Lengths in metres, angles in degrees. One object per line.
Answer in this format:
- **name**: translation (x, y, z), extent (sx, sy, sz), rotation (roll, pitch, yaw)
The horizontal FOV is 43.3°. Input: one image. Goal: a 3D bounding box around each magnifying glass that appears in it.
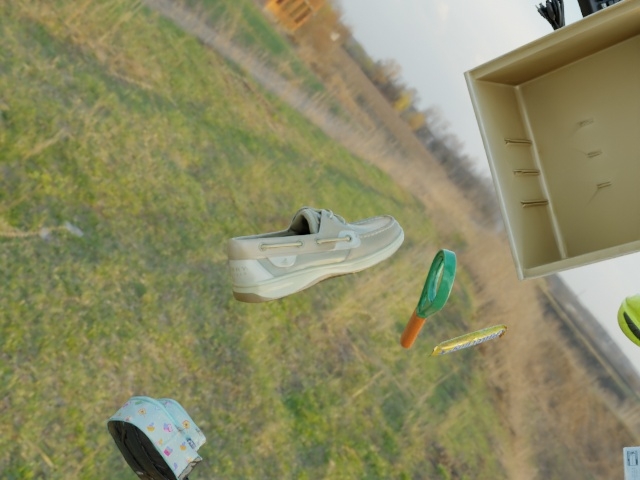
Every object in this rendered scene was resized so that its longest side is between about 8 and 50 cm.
- **magnifying glass**: translation (0.172, 0.102, 1.298), extent (0.026, 0.231, 0.092), rotation (14, 49, -6)

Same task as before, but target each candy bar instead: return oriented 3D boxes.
- **candy bar**: translation (0.273, 0.184, 1.485), extent (0.040, 0.161, 0.018), rotation (105, -33, -57)

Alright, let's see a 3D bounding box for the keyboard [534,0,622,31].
- **keyboard**: translation (0.468, -0.330, 1.315), extent (0.033, 0.201, 0.317), rotation (167, -97, -77)

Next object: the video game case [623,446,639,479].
- **video game case**: translation (0.606, 0.416, 1.406), extent (0.157, 0.143, 0.019), rotation (-58, 134, -57)

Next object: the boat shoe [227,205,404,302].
- **boat shoe**: translation (0.000, 0.000, 1.150), extent (0.109, 0.302, 0.098), rotation (4, -72, 53)

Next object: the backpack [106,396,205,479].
- **backpack**: translation (-0.348, 0.410, 1.688), extent (0.188, 0.165, 0.144), rotation (53, 52, -21)

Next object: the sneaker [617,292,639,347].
- **sneaker**: translation (0.636, 0.197, 1.380), extent (0.295, 0.109, 0.123), rotation (49, 26, 4)

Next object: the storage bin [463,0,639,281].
- **storage bin**: translation (0.336, -0.114, 0.926), extent (0.123, 0.260, 0.262), rotation (-5, 80, -49)
